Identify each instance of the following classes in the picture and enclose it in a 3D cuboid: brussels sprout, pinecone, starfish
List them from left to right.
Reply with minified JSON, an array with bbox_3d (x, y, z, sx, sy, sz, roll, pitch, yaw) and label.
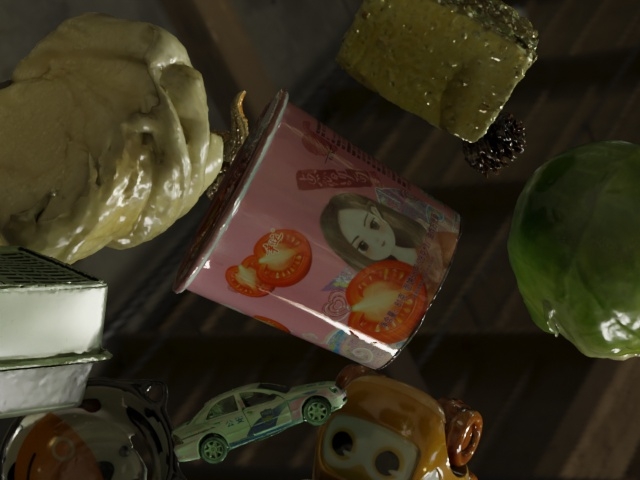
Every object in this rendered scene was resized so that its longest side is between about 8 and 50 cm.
[{"bbox_3d":[-0.166,-0.118,2.458,0.084,0.301,0.293,-36,-154,-29],"label":"starfish"},{"bbox_3d":[0.213,-0.120,1.751,0.083,0.077,0.077,-22,-154,9],"label":"pinecone"},{"bbox_3d":[0.311,0.014,1.520,0.244,0.244,0.244,-22,-153,11],"label":"brussels sprout"}]

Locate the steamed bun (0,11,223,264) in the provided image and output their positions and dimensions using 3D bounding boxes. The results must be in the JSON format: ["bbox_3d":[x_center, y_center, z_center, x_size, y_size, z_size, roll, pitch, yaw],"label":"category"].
[{"bbox_3d":[-0.298,-0.119,1.861,0.372,0.230,0.325,-46,-122,5],"label":"steamed bun"}]

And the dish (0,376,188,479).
[{"bbox_3d":[-0.341,0.351,2.155,0.303,0.120,0.303,0,-121,1],"label":"dish"}]

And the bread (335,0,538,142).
[{"bbox_3d":[0.125,-0.212,1.542,0.138,0.196,0.102,-59,-169,28],"label":"bread"}]

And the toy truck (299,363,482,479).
[{"bbox_3d":[0.085,0.319,1.875,0.204,0.288,0.211,19,-132,26],"label":"toy truck"}]

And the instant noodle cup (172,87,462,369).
[{"bbox_3d":[0.000,0.000,1.486,0.243,0.231,0.243,-58,-170,16],"label":"instant noodle cup"}]

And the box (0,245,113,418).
[{"bbox_3d":[-0.399,0.103,1.630,0.220,0.166,0.290,18,-168,39],"label":"box"}]

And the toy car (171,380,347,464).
[{"bbox_3d":[-0.078,0.215,1.776,0.224,0.076,0.090,-21,179,3],"label":"toy car"}]
